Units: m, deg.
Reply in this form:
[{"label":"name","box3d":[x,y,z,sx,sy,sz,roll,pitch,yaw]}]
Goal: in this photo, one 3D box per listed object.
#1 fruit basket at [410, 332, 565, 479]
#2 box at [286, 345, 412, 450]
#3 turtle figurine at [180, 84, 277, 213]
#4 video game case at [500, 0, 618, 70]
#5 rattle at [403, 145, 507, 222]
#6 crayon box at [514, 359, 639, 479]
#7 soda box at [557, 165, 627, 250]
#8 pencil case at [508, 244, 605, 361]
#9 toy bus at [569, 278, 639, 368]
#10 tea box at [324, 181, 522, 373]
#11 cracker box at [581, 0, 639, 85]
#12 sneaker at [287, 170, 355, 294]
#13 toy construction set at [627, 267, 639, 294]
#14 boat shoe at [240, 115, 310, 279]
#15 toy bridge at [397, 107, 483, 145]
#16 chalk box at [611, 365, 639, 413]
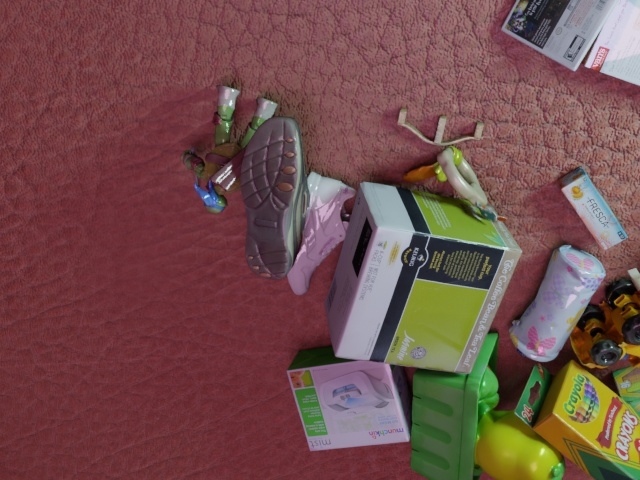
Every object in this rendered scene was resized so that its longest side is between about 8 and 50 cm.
[{"label":"fruit basket","box3d":[0.404,0.436,1.859,0.391,0.283,0.392,10,118,20]},{"label":"box","box3d":[0.079,0.381,1.947,0.261,0.127,0.231,-10,103,18]},{"label":"turtle figurine","box3d":[-0.196,-0.195,1.747,0.197,0.274,0.267,21,97,25]},{"label":"video game case","box3d":[0.472,-0.456,1.531,0.173,0.022,0.191,35,118,17]},{"label":"rattle","box3d":[0.287,-0.091,1.697,0.142,0.130,0.200,-33,92,10]},{"label":"crayon box","box3d":[0.600,0.408,1.747,0.318,0.202,0.081,38,131,4]},{"label":"soda box","box3d":[0.593,-0.070,1.715,0.063,0.058,0.183,-33,108,21]},{"label":"pencil case","box3d":[0.538,0.146,1.799,0.124,0.113,0.273,44,125,35]},{"label":"toy bus","box3d":[0.718,0.217,1.803,0.211,0.150,0.220,31,120,-25]},{"label":"tea box","box3d":[0.210,0.084,1.720,0.323,0.220,0.329,11,117,-12]},{"label":"cracker box","box3d":[0.654,-0.385,1.548,0.232,0.067,0.156,19,115,-2]},{"label":"sneaker","box3d":[0.000,0.000,1.803,0.152,0.114,0.305,13,117,3]},{"label":"toy construction set","box3d":[0.800,0.014,1.662,0.308,0.257,0.237,-26,66,2]},{"label":"boat shoe","box3d":[-0.091,-0.096,1.675,0.132,0.130,0.356,14,113,16]},{"label":"toy bridge","box3d":[0.259,-0.238,1.700,0.188,0.026,0.063,11,119,3]},{"label":"chalk box","box3d":[0.821,0.364,1.851,0.212,0.132,0.132,-23,111,17]}]
